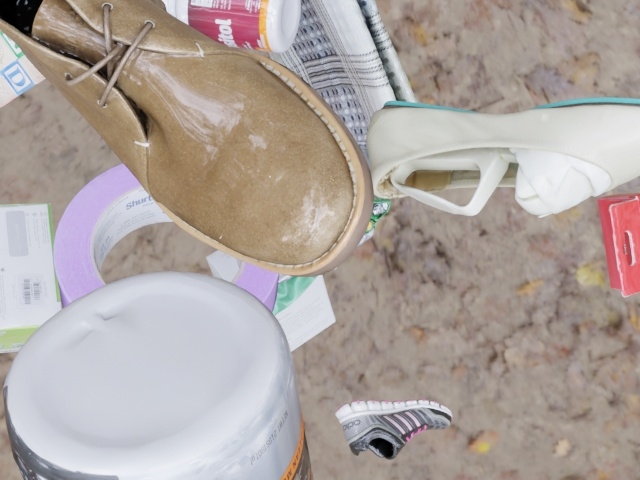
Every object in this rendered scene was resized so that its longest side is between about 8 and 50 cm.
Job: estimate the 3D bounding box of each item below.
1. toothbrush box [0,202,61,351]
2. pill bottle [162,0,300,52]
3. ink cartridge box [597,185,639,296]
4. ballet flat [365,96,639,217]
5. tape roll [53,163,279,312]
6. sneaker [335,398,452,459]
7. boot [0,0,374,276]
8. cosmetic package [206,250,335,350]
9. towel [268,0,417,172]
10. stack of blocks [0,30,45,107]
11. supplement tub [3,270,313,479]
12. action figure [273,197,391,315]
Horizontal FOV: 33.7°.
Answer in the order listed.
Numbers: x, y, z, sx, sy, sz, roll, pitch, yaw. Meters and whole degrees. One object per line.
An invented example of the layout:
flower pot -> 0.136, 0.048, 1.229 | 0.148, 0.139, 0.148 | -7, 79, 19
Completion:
toothbrush box -> -0.528, 0.071, 1.782 | 0.122, 0.283, 0.206 | -3, 77, -27
pill bottle -> -0.105, -0.259, 1.173 | 0.152, 0.086, 0.086 | 11, 116, 16
ink cartridge box -> 0.471, -0.010, 1.477 | 0.231, 0.078, 0.134 | -14, 98, -28
ballet flat -> 0.137, -0.054, 0.763 | 0.248, 0.086, 0.086 | 5, 121, 38
tape roll -> -0.187, 0.029, 1.311 | 0.274, 0.275, 0.090 | 7, 148, -2
sneaker -> 0.101, 0.252, 1.391 | 0.170, 0.075, 0.063 | 5, 154, -28
boot -> -0.102, -0.085, 0.587 | 0.305, 0.115, 0.112 | 41, 102, 26
cosmetic package -> -0.086, 0.089, 1.887 | 0.151, 0.151, 0.184 | -32, 142, -14
towel -> 0.001, -0.222, 1.292 | 0.056, 0.312, 0.324 | -31, 107, -20
stack of blocks -> -0.454, -0.354, 1.444 | 0.171, 0.087, 0.297 | -24, 108, 35
supplement tub -> -0.105, 0.208, 0.831 | 0.207, 0.207, 0.338 | -4, 131, 4
action figure -> 0.000, 0.000, 1.518 | 0.232, 0.063, 0.137 | -32, 118, -2
